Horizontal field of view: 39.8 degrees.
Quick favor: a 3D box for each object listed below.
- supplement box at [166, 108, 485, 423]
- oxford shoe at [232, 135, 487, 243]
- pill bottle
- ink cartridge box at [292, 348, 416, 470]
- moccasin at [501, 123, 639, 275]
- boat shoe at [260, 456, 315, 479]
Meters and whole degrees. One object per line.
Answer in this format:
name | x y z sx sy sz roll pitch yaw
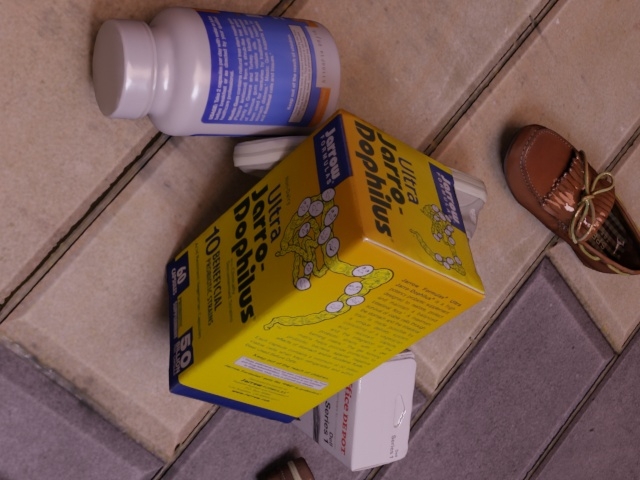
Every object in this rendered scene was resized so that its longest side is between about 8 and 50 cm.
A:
supplement box | -0.011 0.047 1.074 0.195 0.194 0.356 24 132 -35
oxford shoe | 0.073 -0.056 1.209 0.449 0.169 0.130 12 84 -44
pill bottle | -0.125 -0.201 1.065 0.272 0.152 0.152 -2 105 -32
ink cartridge box | 0.026 0.198 1.236 0.093 0.219 0.160 -6 107 -32
moccasin | 0.433 -0.056 1.468 0.139 0.147 0.380 -50 124 -11
boat shoe | -0.034 0.455 1.362 0.095 0.095 0.257 -20 109 -12
